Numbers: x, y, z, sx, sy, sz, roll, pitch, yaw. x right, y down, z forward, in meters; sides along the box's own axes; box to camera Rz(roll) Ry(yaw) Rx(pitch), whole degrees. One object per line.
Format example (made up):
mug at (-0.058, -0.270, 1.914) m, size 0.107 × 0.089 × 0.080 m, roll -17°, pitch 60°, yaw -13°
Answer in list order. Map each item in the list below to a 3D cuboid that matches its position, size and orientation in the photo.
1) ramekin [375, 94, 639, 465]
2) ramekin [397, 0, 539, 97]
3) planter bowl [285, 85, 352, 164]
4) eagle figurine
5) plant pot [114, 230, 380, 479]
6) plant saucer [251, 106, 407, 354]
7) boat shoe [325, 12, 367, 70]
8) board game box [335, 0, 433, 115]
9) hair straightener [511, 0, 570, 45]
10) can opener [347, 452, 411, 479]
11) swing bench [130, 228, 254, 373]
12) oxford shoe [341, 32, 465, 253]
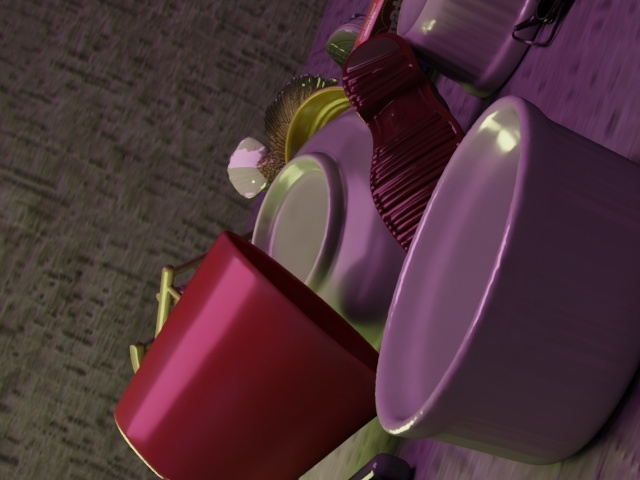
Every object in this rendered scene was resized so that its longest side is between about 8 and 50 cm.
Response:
ramekin at (0.156, 0.039, 1.106) m, size 0.277 × 0.135 × 0.277 m, roll -160°, pitch 90°, yaw -81°
ramekin at (0.191, -0.319, 1.719) m, size 0.273 × 0.127 × 0.273 m, roll -159°, pitch 90°, yaw -81°
planter bowl at (0.059, -0.118, 2.026) m, size 0.090 × 0.217 × 0.217 m, roll -20°, pitch -36°, yaw -48°
eagle figurine at (-0.014, -0.135, 2.358) m, size 0.225 × 0.226 × 0.298 m, roll -50°, pitch 2°, yaw -6°
plant pot at (-0.083, 0.166, 1.610) m, size 0.243 × 0.275 × 0.275 m, roll -49°, pitch 11°, yaw 3°
plant saucer at (0.000, 0.000, 1.853) m, size 0.400 × 0.100 × 0.401 m, roll -35°, pitch 48°, yaw 51°
boat shoe at (0.088, -0.301, 2.227) m, size 0.103 × 0.118 × 0.320 m, roll -60°, pitch -11°, yaw -2°
board game box at (0.122, -0.300, 2.063) m, size 0.027 × 0.145 × 0.281 m, roll 43°, pitch 117°, yaw 46°
hair straightener at (0.257, -0.288, 1.509) m, size 0.230 × 0.047 × 0.089 m, roll 120°, pitch 167°, yaw -45°
can opener at (0.014, 0.299, 1.552) m, size 0.280 × 0.093 × 0.074 m, roll -46°, pitch 24°, yaw 58°
swing bench at (-0.157, 0.139, 2.301) m, size 0.253 × 0.165 × 0.255 m, roll -26°, pitch -28°, yaw -48°
oxford shoe at (0.127, -0.090, 1.639) m, size 0.123 × 0.130 × 0.348 m, roll -27°, pitch 49°, yaw 17°
